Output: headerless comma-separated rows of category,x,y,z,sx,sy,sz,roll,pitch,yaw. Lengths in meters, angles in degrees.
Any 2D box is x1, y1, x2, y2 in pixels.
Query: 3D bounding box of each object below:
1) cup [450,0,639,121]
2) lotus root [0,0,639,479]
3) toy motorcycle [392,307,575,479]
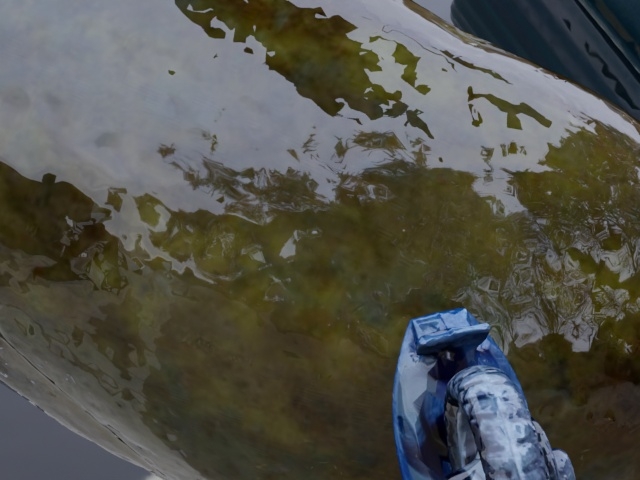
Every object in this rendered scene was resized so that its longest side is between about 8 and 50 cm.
cup,0.235,-0.097,1.130,0.308,0.242,0.292,-27,77,-44
lotus root,0.000,0.000,0.765,0.346,0.250,0.250,24,31,11
toy motorcycle,0.069,0.151,0.591,0.092,0.254,0.135,-13,9,-7
